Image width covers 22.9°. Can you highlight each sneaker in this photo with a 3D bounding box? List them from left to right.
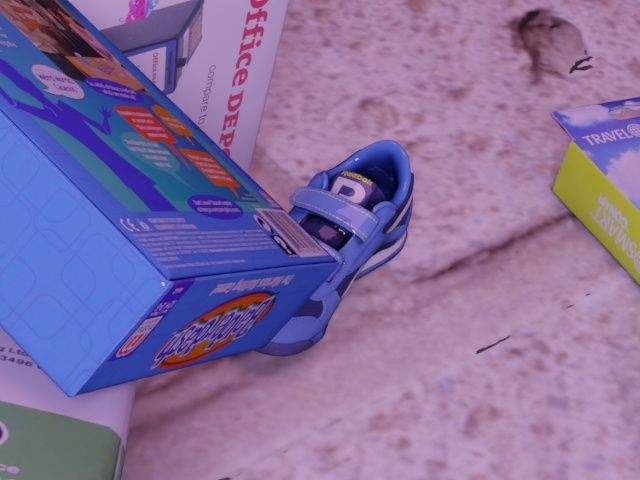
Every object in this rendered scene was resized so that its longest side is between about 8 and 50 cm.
[{"bbox_3d":[0.000,0.000,0.748,0.053,0.059,0.144,30,42,12],"label":"sneaker"}]

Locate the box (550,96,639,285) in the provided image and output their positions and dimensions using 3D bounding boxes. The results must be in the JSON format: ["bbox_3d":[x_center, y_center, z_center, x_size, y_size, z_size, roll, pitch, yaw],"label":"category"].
[{"bbox_3d":[0.206,-0.007,0.838,0.109,0.042,0.178,-11,47,-30],"label":"box"}]

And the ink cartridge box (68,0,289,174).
[{"bbox_3d":[-0.127,-0.076,0.717,0.212,0.154,0.093,-21,53,-37],"label":"ink cartridge box"}]

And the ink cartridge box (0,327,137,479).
[{"bbox_3d":[-0.164,0.061,0.504,0.201,0.117,0.278,12,16,-6],"label":"ink cartridge box"}]

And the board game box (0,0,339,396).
[{"bbox_3d":[-0.103,-0.046,0.507,0.210,0.047,0.160,45,13,12],"label":"board game box"}]
